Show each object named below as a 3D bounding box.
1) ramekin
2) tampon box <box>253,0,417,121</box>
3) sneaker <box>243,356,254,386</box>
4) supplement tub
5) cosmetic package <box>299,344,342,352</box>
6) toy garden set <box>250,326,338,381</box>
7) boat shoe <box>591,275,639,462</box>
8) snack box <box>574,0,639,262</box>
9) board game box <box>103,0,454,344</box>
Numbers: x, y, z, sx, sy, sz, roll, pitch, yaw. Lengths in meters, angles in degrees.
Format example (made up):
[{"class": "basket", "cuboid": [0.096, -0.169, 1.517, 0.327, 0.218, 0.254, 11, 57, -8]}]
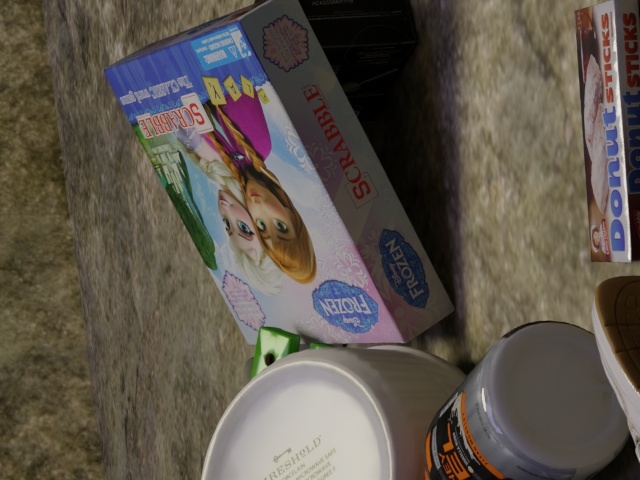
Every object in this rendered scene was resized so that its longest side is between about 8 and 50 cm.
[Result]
[{"class": "ramekin", "cuboid": [0.017, 0.213, 1.596, 0.273, 0.127, 0.273, -14, 68, 37]}, {"class": "tampon box", "cuboid": [0.004, -0.186, 1.770, 0.161, 0.120, 0.101, 121, 141, -62]}, {"class": "sneaker", "cuboid": [-0.008, 0.176, 1.947, 0.222, 0.118, 0.083, -108, 1, -63]}, {"class": "supplement tub", "cuboid": [0.146, 0.144, 1.394, 0.190, 0.117, 0.117, 117, 145, -61]}, {"class": "cosmetic package", "cuboid": [0.000, 0.000, 1.938, 0.099, 0.060, 0.239, -114, 24, -43]}, {"class": "toy garden set", "cuboid": [0.030, 0.204, 1.737, 0.244, 0.049, 0.204, 16, 100, 41]}, {"class": "boat shoe", "cuboid": [0.231, 0.132, 1.138, 0.277, 0.098, 0.096, -115, 27, -47]}, {"class": "snack box", "cuboid": [0.202, -0.074, 1.308, 0.064, 0.022, 0.178, 179, 87, -72]}, {"class": "board game box", "cuboid": [-0.048, -0.053, 1.761, 0.318, 0.066, 0.319, 62, 154, -10]}]
